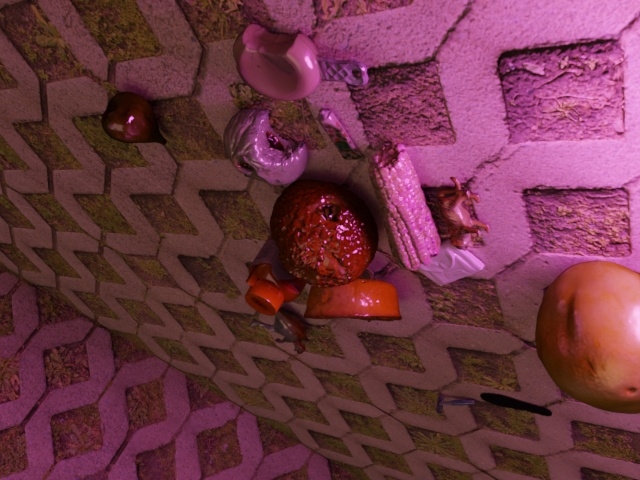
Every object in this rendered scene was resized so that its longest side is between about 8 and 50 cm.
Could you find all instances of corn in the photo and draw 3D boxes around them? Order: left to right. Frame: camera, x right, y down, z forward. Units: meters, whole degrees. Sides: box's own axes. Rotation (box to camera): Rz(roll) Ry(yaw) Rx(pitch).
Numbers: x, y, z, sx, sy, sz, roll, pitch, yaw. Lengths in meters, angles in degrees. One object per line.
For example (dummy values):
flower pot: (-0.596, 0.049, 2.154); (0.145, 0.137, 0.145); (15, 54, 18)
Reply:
corn: (0.192, -0.069, 1.551); (0.126, 0.127, 0.335); (10, 142, 30)

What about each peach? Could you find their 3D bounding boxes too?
peach: (0.612, 0.204, 1.435); (0.281, 0.315, 0.315); (5, 158, -24)

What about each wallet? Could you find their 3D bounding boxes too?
wallet: (0.314, 0.060, 1.723); (0.124, 0.032, 0.183); (36, 148, -15)

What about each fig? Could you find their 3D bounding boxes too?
fig: (-0.489, -0.294, 1.779); (0.126, 0.133, 0.185); (-15, 145, 2)

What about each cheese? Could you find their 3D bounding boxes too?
cheese: (-0.038, -0.351, 1.371); (0.286, 0.082, 0.163); (10, 145, 25)

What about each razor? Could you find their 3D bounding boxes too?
razor: (0.458, 0.547, 2.310); (0.135, 0.068, 0.040); (-14, 133, 34)

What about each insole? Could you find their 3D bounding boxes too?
insole: (0.617, 0.518, 2.169); (0.231, 0.003, 0.080); (7, 143, 33)

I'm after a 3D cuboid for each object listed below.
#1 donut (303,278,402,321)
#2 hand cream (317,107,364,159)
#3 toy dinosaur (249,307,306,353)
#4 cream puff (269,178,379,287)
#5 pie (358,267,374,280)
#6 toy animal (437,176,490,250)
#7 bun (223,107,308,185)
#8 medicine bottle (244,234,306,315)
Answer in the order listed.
donut: (0.091, 0.168, 1.904); (0.277, 0.109, 0.277); (1, 171, 0)
hand cream: (0.040, -0.233, 1.528); (0.057, 0.037, 0.165); (4, 147, 37)
toy dinosaur: (-0.143, 0.275, 2.369); (0.205, 0.092, 0.393); (22, 147, 13)
cream puff: (0.000, 0.000, 1.723); (0.302, 0.212, 0.303); (21, 150, 13)
pie: (0.117, 0.089, 1.944); (0.085, 0.017, 0.085); (23, 148, 15)
toy animal: (0.312, -0.054, 1.529); (0.099, 0.057, 0.241); (5, 142, 36)
bun: (-0.139, -0.208, 1.620); (0.212, 0.127, 0.204); (25, 151, 7)
medicine bottle: (-0.119, 0.097, 1.954); (0.149, 0.222, 0.112); (45, 146, -24)
